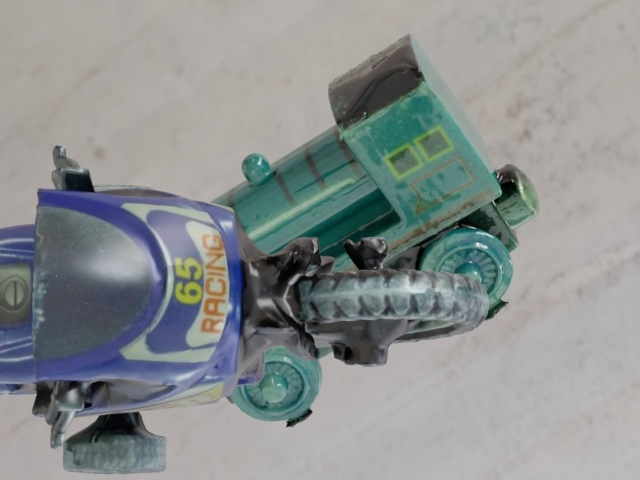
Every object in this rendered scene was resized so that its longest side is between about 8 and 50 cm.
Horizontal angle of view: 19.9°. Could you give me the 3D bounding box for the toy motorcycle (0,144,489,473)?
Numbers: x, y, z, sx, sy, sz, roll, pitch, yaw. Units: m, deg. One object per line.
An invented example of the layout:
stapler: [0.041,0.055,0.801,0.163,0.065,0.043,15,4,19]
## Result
toy motorcycle: [-0.102,0.027,0.667,0.315,0.169,0.113,-6,80,32]

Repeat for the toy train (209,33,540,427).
toy train: [0.000,0.000,1.304,0.298,0.120,0.194,-31,118,12]
